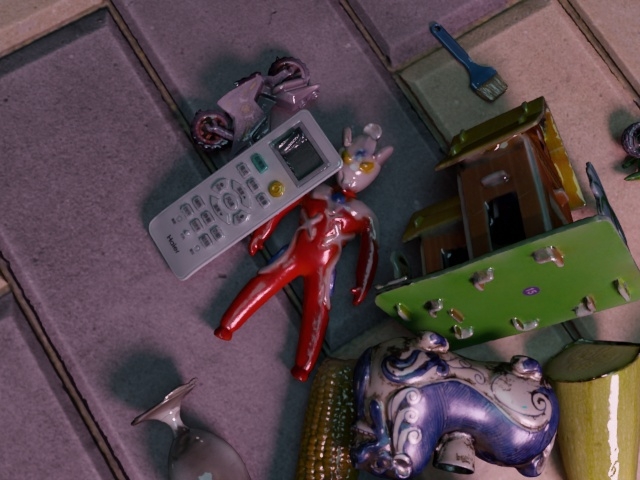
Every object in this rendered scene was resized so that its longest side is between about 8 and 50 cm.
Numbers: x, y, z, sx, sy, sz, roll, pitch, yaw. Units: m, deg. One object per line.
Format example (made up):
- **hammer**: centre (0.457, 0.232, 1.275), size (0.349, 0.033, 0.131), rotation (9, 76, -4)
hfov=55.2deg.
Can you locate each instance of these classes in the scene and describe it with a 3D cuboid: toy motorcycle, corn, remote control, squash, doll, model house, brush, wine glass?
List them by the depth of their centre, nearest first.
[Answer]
- **wine glass**: centre (-0.151, 0.302, 0.806), size (0.103, 0.103, 0.222), rotation (-32, 83, -11)
- **corn**: centre (0.010, 0.316, 0.820), size (0.096, 0.097, 0.320), rotation (9, 75, -3)
- **squash**: centre (0.376, 0.283, 0.854), size (0.137, 0.137, 0.288), rotation (4, 87, -4)
- **remote control**: centre (-0.109, -0.061, 0.873), size (0.293, 0.051, 0.103), rotation (-35, 79, 9)
- **doll**: centre (0.000, 0.000, 0.890), size (0.188, 0.099, 0.384), rotation (25, 80, 1)
- **model house**: centre (0.280, -0.018, 0.904), size (0.300, 0.340, 0.324), rotation (-22, 49, 30)
- **toy motorcycle**: centre (-0.087, -0.191, 0.926), size (0.215, 0.080, 0.122), rotation (-39, 84, -15)
- **toy motorcycle**: centre (0.575, -0.138, 0.981), size (0.190, 0.074, 0.106), rotation (0, 87, -5)
- **brush**: centre (0.240, -0.296, 1.009), size (0.051, 0.014, 0.164), rotation (-39, 83, -13)

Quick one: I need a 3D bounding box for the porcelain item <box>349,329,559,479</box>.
- **porcelain item**: centre (0.177, 0.231, 0.800), size (0.287, 0.138, 0.186), rotation (18, 66, -14)
